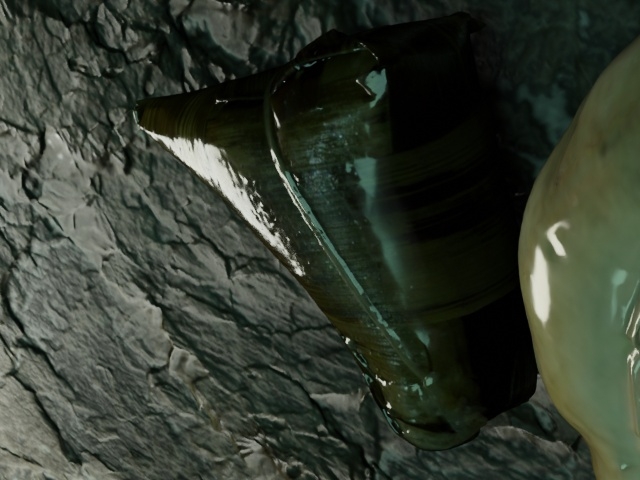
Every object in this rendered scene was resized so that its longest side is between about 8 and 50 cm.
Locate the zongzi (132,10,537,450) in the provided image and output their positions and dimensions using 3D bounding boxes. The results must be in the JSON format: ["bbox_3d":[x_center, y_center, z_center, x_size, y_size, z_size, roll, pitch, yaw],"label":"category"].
[{"bbox_3d":[0.000,0.000,0.714,0.288,0.134,0.286,-4,109,37],"label":"zongzi"}]

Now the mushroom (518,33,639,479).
[{"bbox_3d":[0.265,0.053,0.454,0.353,0.353,0.325,-22,130,42],"label":"mushroom"}]
